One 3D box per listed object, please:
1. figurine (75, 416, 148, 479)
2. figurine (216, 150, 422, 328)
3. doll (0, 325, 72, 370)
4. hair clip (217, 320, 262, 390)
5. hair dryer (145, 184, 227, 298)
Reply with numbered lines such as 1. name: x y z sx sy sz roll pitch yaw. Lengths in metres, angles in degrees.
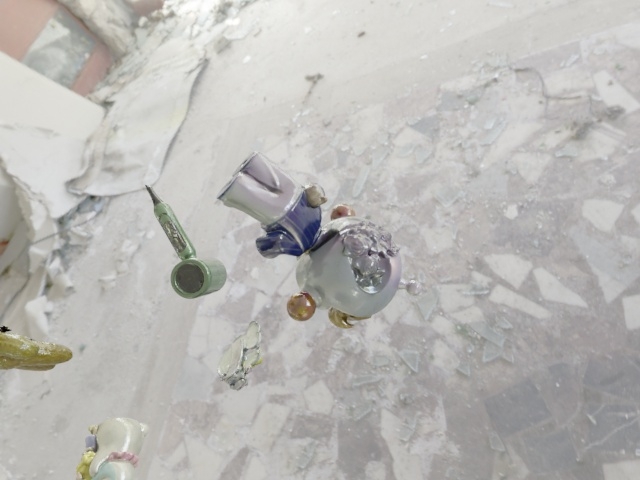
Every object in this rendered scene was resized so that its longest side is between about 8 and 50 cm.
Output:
1. figurine: -0.525 0.572 1.185 0.235 0.155 0.127 -100 24 -49
2. figurine: 0.001 -0.009 0.635 0.133 0.274 0.194 -29 5 46
3. doll: -0.483 0.147 0.715 0.137 0.209 0.097 -9 63 29
4. hair clip: -0.175 0.247 1.014 0.116 0.049 0.172 -31 22 8
5. hair dryer: -0.168 -0.001 0.559 0.047 0.071 0.150 -33 86 3
